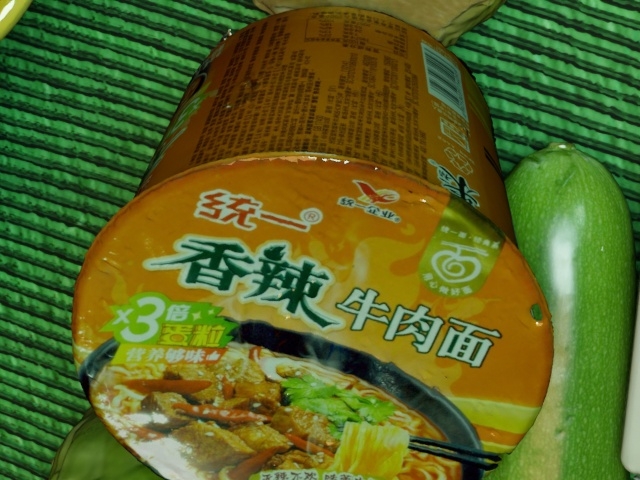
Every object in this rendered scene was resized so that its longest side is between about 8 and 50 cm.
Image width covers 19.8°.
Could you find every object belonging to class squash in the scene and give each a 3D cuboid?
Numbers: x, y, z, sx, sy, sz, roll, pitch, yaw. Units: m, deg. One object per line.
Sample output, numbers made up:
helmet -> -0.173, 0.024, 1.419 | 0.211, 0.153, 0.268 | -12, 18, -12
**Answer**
squash -> 0.126, 0.133, 1.030 | 0.101, 0.101, 0.378 | 8, 104, 17

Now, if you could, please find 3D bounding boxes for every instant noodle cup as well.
instant noodle cup -> 0.000, 0.000, 0.925 | 0.230, 0.182, 0.230 | 2, 128, 3

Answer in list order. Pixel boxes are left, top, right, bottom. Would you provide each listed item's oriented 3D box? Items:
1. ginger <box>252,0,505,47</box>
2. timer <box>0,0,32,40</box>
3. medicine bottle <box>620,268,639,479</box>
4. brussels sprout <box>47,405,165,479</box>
ginger -> 0.060, -0.215, 0.964 | 0.276, 0.130, 0.221 | -44, 80, 18
timer -> -0.328, -0.092, 1.026 | 0.376, 0.376, 0.387 | 36, 85, 8
medicine bottle -> 0.212, 0.014, 0.964 | 0.078, 0.115, 0.219 | 13, 105, 34
brussels sprout -> -0.053, 0.171, 1.036 | 0.244, 0.244, 0.244 | 4, 102, 18
